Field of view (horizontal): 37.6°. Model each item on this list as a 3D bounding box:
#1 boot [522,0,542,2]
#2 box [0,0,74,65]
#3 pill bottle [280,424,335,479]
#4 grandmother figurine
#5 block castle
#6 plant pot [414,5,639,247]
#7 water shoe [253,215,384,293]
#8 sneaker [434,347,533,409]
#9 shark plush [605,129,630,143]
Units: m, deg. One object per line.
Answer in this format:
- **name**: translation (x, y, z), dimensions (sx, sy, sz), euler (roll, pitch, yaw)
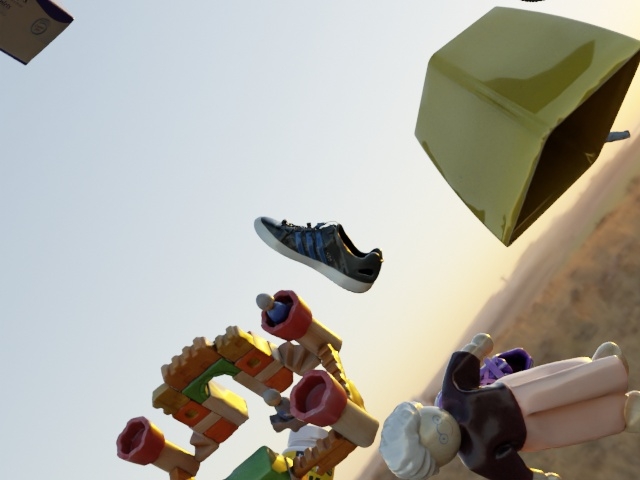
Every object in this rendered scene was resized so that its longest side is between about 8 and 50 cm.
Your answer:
- **boot**: translation (0.368, -0.437, 1.501), dimensions (0.045, 0.121, 0.099), euler (47, -139, -53)
- **box**: translation (-0.321, -0.252, 0.884), dimensions (0.072, 0.137, 0.126), euler (-42, -19, 6)
- **pill bottle**: translation (-0.033, 0.499, 1.953), dimensions (0.119, 0.119, 0.208), euler (111, 171, -56)
- **grandmother figurine**: translation (0.221, 0.204, 1.115), dimensions (0.342, 0.208, 0.104), euler (-11, -38, -24)
- **block castle**: translation (-0.150, 0.315, 1.599), dimensions (0.453, 0.213, 0.303), euler (-41, 36, 13)
- **plant pot**: translation (0.237, -0.162, 1.156), dimensions (0.212, 0.187, 0.212), euler (-40, -24, -28)
- **water shoe**: translation (0.000, 0.000, 1.407), dimensions (0.080, 0.203, 0.073), euler (-62, -3, 17)
- **sneaker**: translation (0.328, 0.278, 1.845), dimensions (0.236, 0.095, 0.104), euler (-24, -29, -26)
- **shark plush**: translation (0.393, -0.134, 1.442), dimensions (0.161, 0.067, 0.073), euler (-13, -20, 16)
